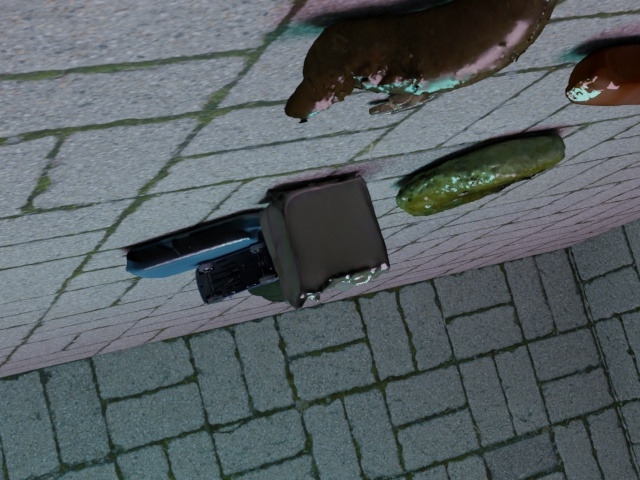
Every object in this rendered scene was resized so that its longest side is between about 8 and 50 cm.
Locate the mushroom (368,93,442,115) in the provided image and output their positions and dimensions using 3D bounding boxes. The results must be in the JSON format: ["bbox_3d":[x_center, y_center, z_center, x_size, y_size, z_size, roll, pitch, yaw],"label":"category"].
[{"bbox_3d":[0.109,-0.177,1.310,0.101,0.019,0.049,-18,170,14],"label":"mushroom"}]

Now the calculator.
[{"bbox_3d":[-0.209,0.013,1.840,0.293,0.051,0.173,-17,173,9],"label":"calculator"}]

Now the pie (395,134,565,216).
[{"bbox_3d":[0.299,-0.115,1.878,0.323,0.071,0.323,-16,173,-2],"label":"pie"}]

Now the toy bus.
[{"bbox_3d":[-0.137,0.058,1.841,0.167,0.073,0.076,-20,173,24],"label":"toy bus"}]

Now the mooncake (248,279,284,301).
[{"bbox_3d":[-0.083,0.036,2.007,0.104,0.169,0.175,-9,144,33],"label":"mooncake"}]

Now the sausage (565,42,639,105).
[{"bbox_3d":[0.450,-0.227,1.393,0.300,0.083,0.089,-8,175,-28],"label":"sausage"}]

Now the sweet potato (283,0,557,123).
[{"bbox_3d":[0.107,-0.189,0.992,0.310,0.098,0.124,-21,163,13],"label":"sweet potato"}]

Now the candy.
[{"bbox_3d":[0.000,0.000,1.705,0.184,0.195,0.137,-16,177,-24],"label":"candy"}]
